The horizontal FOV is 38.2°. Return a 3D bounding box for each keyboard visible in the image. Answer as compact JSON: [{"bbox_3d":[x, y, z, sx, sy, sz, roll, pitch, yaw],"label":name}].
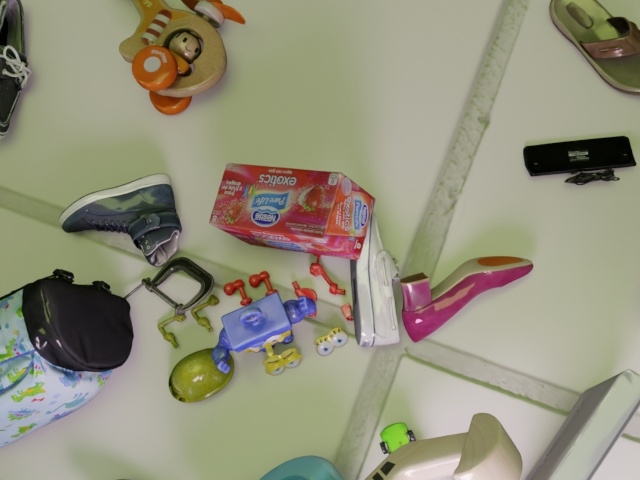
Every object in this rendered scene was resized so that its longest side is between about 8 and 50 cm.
[{"bbox_3d":[0.468,-0.136,1.672,0.192,0.038,0.100,-5,52,8],"label":"keyboard"}]

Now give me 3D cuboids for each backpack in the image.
[{"bbox_3d":[-0.536,0.220,1.600,0.356,0.290,0.273,-12,75,14],"label":"backpack"}]

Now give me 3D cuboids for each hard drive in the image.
[{"bbox_3d":[0.386,0.315,1.398,0.047,0.353,0.233,34,83,14],"label":"hard drive"}]

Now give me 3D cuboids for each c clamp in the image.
[{"bbox_3d":[-0.272,0.092,1.694,0.161,0.022,0.137,23,63,41],"label":"c clamp"}]

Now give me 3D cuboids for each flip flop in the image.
[{"bbox_3d":[0.533,-0.372,1.688,0.112,0.080,0.277,-40,74,-3],"label":"flip flop"}]

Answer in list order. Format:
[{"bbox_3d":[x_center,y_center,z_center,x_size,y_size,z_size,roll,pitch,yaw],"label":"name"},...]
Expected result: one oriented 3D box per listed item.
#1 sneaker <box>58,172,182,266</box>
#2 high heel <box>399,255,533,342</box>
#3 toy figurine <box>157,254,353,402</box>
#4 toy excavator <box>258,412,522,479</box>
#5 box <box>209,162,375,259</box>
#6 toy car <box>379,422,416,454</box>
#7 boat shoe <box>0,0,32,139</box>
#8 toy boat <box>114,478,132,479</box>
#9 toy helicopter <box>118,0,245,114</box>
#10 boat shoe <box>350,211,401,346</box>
[{"bbox_3d":[-0.370,-0.016,1.727,0.226,0.086,0.163,-20,72,2],"label":"sneaker"},{"bbox_3d":[0.262,0.102,1.628,0.244,0.082,0.117,-14,107,-9],"label":"high heel"},{"bbox_3d":[-0.135,0.136,1.589,0.363,0.217,0.191,-22,74,2],"label":"toy figurine"},{"bbox_3d":[0.041,0.425,1.446,0.445,0.433,0.222,-46,114,-26],"label":"toy excavator"},{"bbox_3d":[-0.051,-0.052,1.624,0.257,0.128,0.122,8,77,34],"label":"box"},{"bbox_3d":[0.169,0.416,1.561,0.239,0.053,0.225,-25,74,1],"label":"toy car"},{"bbox_3d":[-0.629,-0.347,1.833,0.105,0.113,0.306,-13,65,20],"label":"boat shoe"},{"bbox_3d":[-0.315,0.529,1.575,0.231,0.151,0.151,30,113,15],"label":"toy boat"},{"bbox_3d":[-0.298,-0.437,1.798,0.235,0.140,0.355,-32,72,-3],"label":"toy helicopter"},{"bbox_3d":[0.100,0.062,1.648,0.084,0.095,0.258,0,79,-8],"label":"boat shoe"}]
